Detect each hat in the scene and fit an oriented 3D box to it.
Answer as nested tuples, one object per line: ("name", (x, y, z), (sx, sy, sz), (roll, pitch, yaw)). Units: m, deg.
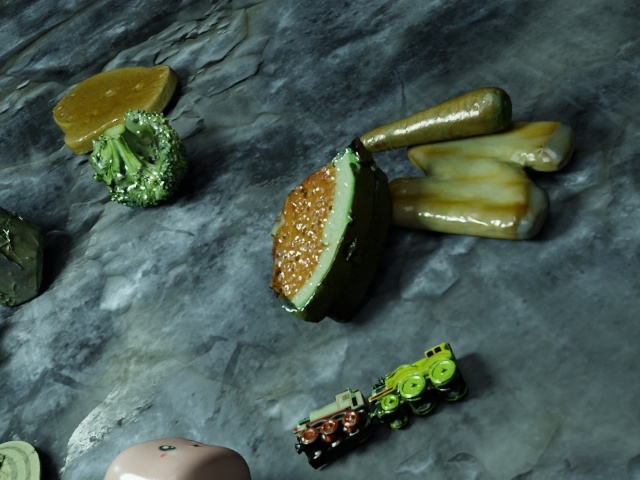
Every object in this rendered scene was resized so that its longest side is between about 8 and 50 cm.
("hat", (-0.559, 0.392, 1.240), (0.252, 0.110, 0.252), (-23, 38, 19))

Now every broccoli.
("broccoli", (-0.368, -0.163, 1.659), (0.198, 0.176, 0.226), (-41, 19, 5))

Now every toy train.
("toy train", (0.077, 0.224, 1.105), (0.250, 0.053, 0.085), (-27, 33, 4))

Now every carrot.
("carrot", (0.171, -0.190, 1.359), (0.298, 0.078, 0.078), (-12, 44, 27))

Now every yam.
("yam", (-0.682, 0.014, 1.603), (0.201, 0.271, 0.202), (-30, 45, 28))

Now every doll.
("doll", (-0.185, 0.352, 1.004), (0.268, 0.284, 0.216), (9, 89, 36))

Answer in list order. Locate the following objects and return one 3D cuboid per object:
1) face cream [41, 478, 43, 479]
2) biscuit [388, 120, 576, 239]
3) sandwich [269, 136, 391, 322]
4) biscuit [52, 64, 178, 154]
("face cream", (-0.466, 0.401, 1.267), (0.083, 0.021, 0.040), (-37, 40, -9))
("biscuit", (0.247, -0.103, 1.319), (0.291, 0.062, 0.236), (7, 54, 35))
("sandwich", (0.006, 0.007, 1.292), (0.212, 0.109, 0.292), (-21, 50, 37))
("biscuit", (-0.510, -0.315, 1.976), (0.344, 0.057, 0.287), (-1, 49, 29))
